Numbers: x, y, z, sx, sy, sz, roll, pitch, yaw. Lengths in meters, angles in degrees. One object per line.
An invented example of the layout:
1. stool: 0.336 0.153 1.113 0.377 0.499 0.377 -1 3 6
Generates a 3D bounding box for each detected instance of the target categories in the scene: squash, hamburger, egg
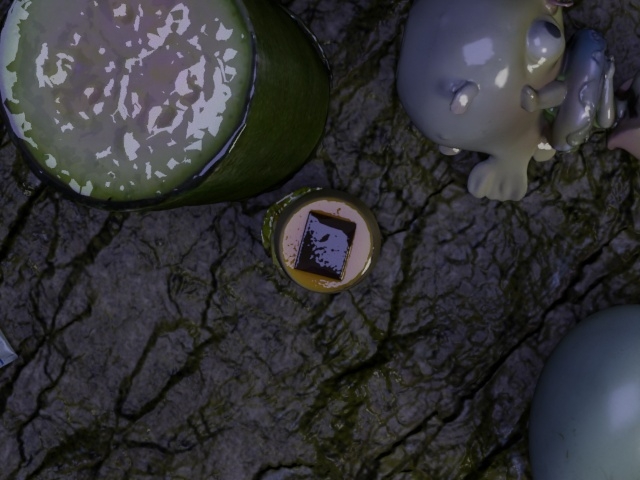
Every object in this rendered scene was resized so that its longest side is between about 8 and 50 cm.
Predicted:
1. squash: -0.145 -0.163 1.253 0.263 0.384 0.263 1 93 11
2. hamburger: 0.000 0.000 1.393 0.141 0.081 0.127 -2 98 -1
3. egg: 0.319 0.195 1.296 0.182 0.183 0.264 19 106 9

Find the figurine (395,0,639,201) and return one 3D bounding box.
1. figurine: 0.270 -0.141 1.298 0.394 0.227 0.275 14 129 -1

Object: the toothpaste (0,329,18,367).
1. toothpaste: -0.459 0.067 1.518 0.052 0.033 0.218 -29 92 17
